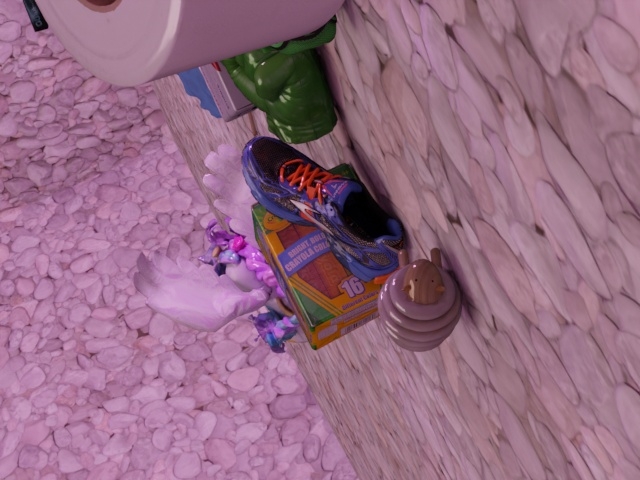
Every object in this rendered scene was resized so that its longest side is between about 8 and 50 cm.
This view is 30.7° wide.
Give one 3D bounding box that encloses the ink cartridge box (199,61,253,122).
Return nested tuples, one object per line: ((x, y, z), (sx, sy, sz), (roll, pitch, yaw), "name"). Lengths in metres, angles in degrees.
((-0.123, -0.245, 1.649), (0.127, 0.072, 0.175), (65, 172, -5), "ink cartridge box")

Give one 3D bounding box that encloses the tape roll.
((-0.108, -0.254, 0.876), (0.246, 0.169, 0.246), (29, 130, 40), "tape roll")

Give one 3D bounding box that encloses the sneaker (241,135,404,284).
((0.010, -0.048, 1.285), (0.221, 0.083, 0.087), (35, 150, 4), "sneaker")

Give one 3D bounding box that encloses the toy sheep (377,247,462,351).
((0.097, 0.064, 1.145), (0.132, 0.091, 0.091), (85, 159, -53), "toy sheep")

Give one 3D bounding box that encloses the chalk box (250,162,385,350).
((0.000, 0.000, 1.400), (0.213, 0.132, 0.132), (61, 172, 15), "chalk box")

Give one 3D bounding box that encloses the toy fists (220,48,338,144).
((-0.074, -0.223, 1.333), (0.279, 0.096, 0.142), (-124, 12, -53), "toy fists")

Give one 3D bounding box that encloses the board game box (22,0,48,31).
((-0.495, -0.453, 1.969), (0.186, 0.026, 0.126), (-109, 4, -48), "board game box")

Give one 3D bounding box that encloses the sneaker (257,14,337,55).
((-0.085, -0.256, 1.165), (0.146, 0.134, 0.343), (68, 171, -24), "sneaker")

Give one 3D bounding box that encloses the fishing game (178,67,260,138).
((-0.203, -0.290, 2.000), (0.264, 0.041, 0.189), (34, 155, 33), "fishing game")

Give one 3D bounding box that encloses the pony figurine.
((-0.111, 0.053, 1.973), (0.351, 0.303, 0.363), (33, 169, -4), "pony figurine")
